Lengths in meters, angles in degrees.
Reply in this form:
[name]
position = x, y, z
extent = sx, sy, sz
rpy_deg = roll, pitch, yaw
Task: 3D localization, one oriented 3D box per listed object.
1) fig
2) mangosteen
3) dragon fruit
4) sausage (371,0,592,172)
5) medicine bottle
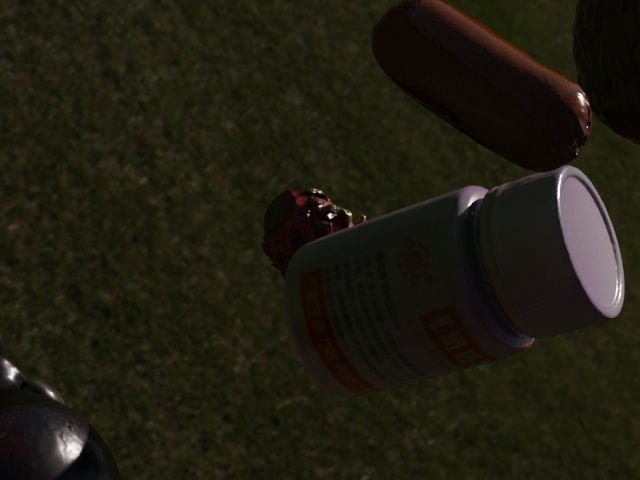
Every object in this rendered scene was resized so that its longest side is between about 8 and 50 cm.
[fig]
position = 0.382, -0.283, 1.380
extent = 0.368, 0.286, 0.286
rpy_deg = 56, 24, -35
[mangosteen]
position = -0.371, 0.282, 1.466
extent = 0.297, 0.297, 0.313
rpy_deg = 8, 79, -53
[dragon fruit]
position = 0.000, 0.000, 2.091
extent = 0.172, 0.160, 0.166
rpy_deg = 39, 56, -26
[sausage]
position = 0.119, -0.116, 0.958
extent = 0.197, 0.076, 0.076
rpy_deg = 39, 18, 32
[medicine bottle]
position = 0.165, 0.053, 1.617
extent = 0.219, 0.388, 0.219
rpy_deg = 38, 42, -45
